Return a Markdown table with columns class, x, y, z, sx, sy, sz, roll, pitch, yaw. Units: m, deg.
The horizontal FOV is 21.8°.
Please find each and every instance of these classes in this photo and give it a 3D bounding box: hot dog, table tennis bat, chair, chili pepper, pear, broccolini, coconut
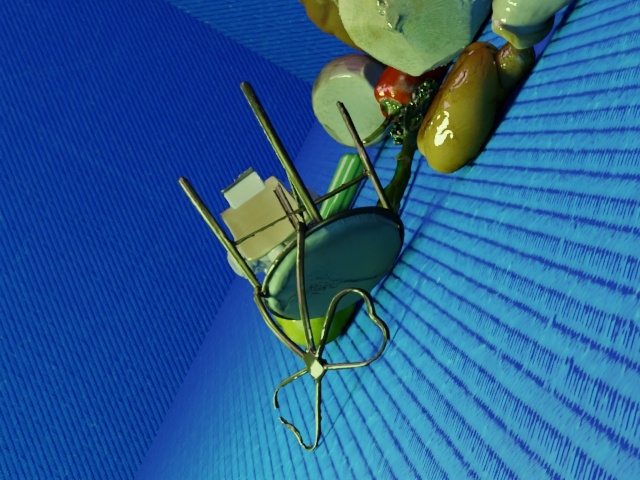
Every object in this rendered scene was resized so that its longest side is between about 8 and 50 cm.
| class | x | y | z | sx | sy | sz | roll | pitch | yaw |
| --- | --- | --- | --- | --- | --- | --- | --- | --- | --- |
| hot dog | 0.132 | -0.121 | 1.431 | 0.090 | 0.060 | 0.140 | -84 | 16 | -68 |
| table tennis bat | 0.000 | 0.000 | 2.222 | 0.160 | 0.039 | 0.257 | 124 | 170 | -78 |
| chair | 0.003 | 0.021 | 1.503 | 0.160 | 0.170 | 0.326 | -53 | 51 | 30 |
| chili pepper | 0.126 | -0.218 | 2.027 | 0.272 | 0.071 | 0.063 | -57 | -36 | -19 |
| pear | -0.006 | 0.057 | 1.638 | 0.097 | 0.092 | 0.092 | -59 | 5 | 26 |
| broccolini | 0.083 | -0.094 | 1.800 | 0.254 | 0.057 | 0.071 | -62 | -39 | -53 |
| coconut | 0.109 | -0.284 | 1.915 | 0.194 | 0.194 | 0.194 | -60 | 5 | 8 |

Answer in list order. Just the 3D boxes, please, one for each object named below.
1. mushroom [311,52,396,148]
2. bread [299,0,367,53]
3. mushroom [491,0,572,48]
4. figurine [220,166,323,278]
| class | x | y | z | sx | sy | sz | roll | pitch | yaw |
| --- | --- | --- | --- | --- | --- | --- | --- | --- | --- |
| mushroom | 0.051 | -0.192 | 2.281 | 0.128 | 0.128 | 0.350 | -60 | 3 | 3 |
| bread | 0.096 | -0.376 | 2.146 | 0.270 | 0.270 | 0.148 | -58 | 4 | 24 |
| mushroom | 0.226 | -0.306 | 1.299 | 0.351 | 0.097 | 0.109 | -61 | 6 | 25 |
| figurine | -0.060 | -0.012 | 2.335 | 0.162 | 0.141 | 0.237 | -39 | -13 | -3 |
